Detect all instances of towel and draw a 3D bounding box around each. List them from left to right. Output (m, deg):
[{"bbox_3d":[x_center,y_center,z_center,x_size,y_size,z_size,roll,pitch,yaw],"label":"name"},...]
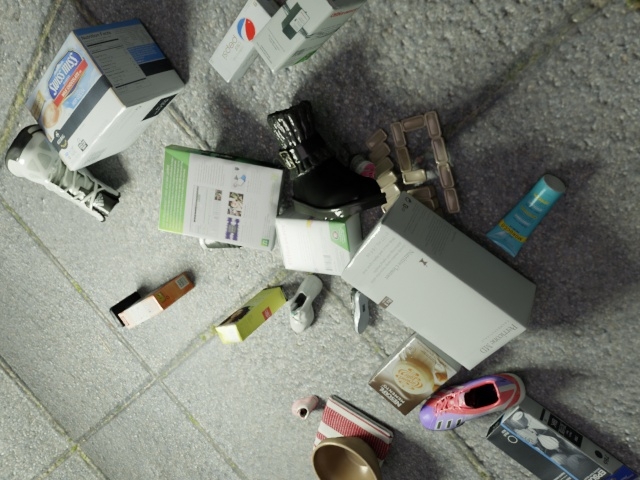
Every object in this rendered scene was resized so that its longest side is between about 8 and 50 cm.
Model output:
[{"bbox_3d":[0.095,0.666,1.905,0.237,0.037,0.329,27,126,20],"label":"towel"}]

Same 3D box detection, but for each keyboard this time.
[{"bbox_3d":[-0.661,0.252,2.056,0.023,0.180,0.108,-32,96,20],"label":"keyboard"}]

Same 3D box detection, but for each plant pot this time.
[{"bbox_3d":[0.099,0.688,1.819,0.237,0.109,0.237,16,122,28],"label":"plant pot"}]

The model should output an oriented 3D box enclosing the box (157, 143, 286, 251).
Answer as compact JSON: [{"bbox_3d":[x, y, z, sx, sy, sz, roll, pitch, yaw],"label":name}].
[{"bbox_3d":[-0.265,-0.114,1.574,0.321,0.058,0.232,11,109,2],"label":"box"}]

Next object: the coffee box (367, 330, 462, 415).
[{"bbox_3d":[0.257,0.341,1.573,0.141,0.098,0.246,40,130,7],"label":"coffee box"}]

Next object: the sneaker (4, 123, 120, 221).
[{"bbox_3d":[-0.736,-0.193,1.774,0.257,0.169,0.447,29,171,0],"label":"sneaker"}]

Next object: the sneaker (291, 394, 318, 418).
[{"bbox_3d":[-0.065,0.552,1.917,0.051,0.070,0.134,47,132,-2],"label":"sneaker"}]

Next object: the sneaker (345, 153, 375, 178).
[{"bbox_3d":[0.085,-0.144,1.432,0.075,0.063,0.170,56,154,30],"label":"sneaker"}]

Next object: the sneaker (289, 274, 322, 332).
[{"bbox_3d":[-0.062,0.197,1.696,0.080,0.094,0.212,27,128,15],"label":"sneaker"}]

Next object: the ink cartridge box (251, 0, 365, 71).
[{"bbox_3d":[-0.025,-0.468,1.256,0.208,0.153,0.087,-33,95,39],"label":"ink cartridge box"}]

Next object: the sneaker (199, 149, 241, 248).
[{"bbox_3d":[-0.264,-0.107,1.659,0.146,0.104,0.296,8,115,13],"label":"sneaker"}]

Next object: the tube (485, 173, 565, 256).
[{"bbox_3d":[0.442,-0.053,1.270,0.080,0.052,0.207,44,137,16],"label":"tube"}]

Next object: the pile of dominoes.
[{"bbox_3d":[0.216,-0.159,1.370,0.195,0.040,0.251,-8,103,36],"label":"pile of dominoes"}]

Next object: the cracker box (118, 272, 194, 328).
[{"bbox_3d":[-0.548,0.201,1.966,0.232,0.155,0.067,-28,99,39],"label":"cracker box"}]

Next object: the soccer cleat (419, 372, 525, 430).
[{"bbox_3d":[0.364,0.416,1.517,0.318,0.116,0.109,-32,60,38],"label":"soccer cleat"}]

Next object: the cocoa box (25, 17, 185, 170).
[{"bbox_3d":[-0.588,-0.394,1.602,0.347,0.231,0.228,-30,97,40],"label":"cocoa box"}]

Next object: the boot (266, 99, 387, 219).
[{"bbox_3d":[0.001,-0.189,1.339,0.348,0.131,0.260,12,119,56],"label":"boot"}]

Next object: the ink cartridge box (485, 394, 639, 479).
[{"bbox_3d":[0.606,0.547,1.494,0.332,0.065,0.165,34,128,11],"label":"ink cartridge box"}]

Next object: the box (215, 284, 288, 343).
[{"bbox_3d":[-0.192,0.210,1.695,0.087,0.232,0.058,-14,105,36],"label":"box"}]

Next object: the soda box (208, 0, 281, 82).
[{"bbox_3d":[-0.174,-0.479,1.399,0.074,0.069,0.216,48,131,-1],"label":"soda box"}]

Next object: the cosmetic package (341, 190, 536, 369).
[{"bbox_3d":[0.269,0.094,1.356,0.385,0.156,0.217,36,133,2],"label":"cosmetic package"}]

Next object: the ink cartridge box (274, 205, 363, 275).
[{"bbox_3d":[0.000,0.000,1.546,0.212,0.093,0.154,4,117,29],"label":"ink cartridge box"}]

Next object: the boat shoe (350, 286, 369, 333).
[{"bbox_3d":[0.105,0.191,1.623,0.040,0.049,0.142,26,128,42],"label":"boat shoe"}]
